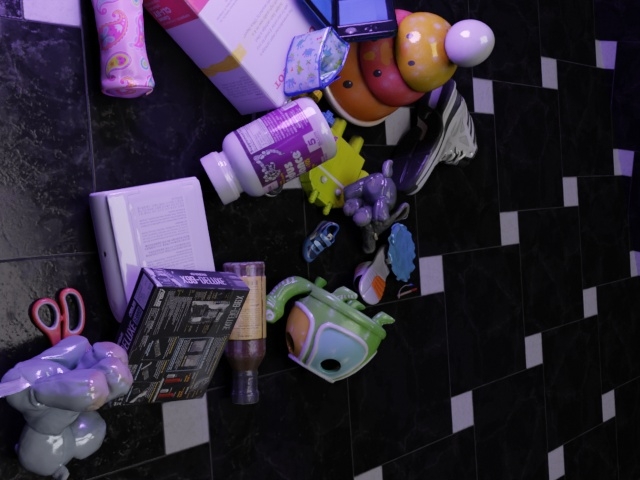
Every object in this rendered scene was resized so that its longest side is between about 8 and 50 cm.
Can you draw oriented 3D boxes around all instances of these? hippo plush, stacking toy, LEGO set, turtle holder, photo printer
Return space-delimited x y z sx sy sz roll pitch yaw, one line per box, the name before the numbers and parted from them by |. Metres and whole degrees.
hippo plush | -0.489 0.341 1.372 0.294 0.234 0.236 -19 116 -53
stacking toy | 0.252 -0.509 1.938 0.351 0.480 0.350 2 87 -44
LEGO set | -0.022 -0.342 1.899 0.227 0.093 0.087 39 60 -16
turtle holder | 0.011 0.227 1.862 0.320 0.243 0.227 38 81 -46
photo printer | -0.363 0.026 1.598 0.256 0.107 0.307 -17 101 -42

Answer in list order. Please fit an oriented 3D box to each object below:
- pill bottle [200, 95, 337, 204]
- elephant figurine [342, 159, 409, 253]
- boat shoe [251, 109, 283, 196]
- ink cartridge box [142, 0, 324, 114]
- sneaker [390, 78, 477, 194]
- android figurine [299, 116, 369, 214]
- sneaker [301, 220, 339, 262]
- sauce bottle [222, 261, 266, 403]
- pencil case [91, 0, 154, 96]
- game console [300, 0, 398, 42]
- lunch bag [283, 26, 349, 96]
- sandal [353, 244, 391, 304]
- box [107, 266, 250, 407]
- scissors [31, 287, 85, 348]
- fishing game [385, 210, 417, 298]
pill bottle | -0.126 -0.207 1.719 0.302 0.169 0.169 -29 112 -5
elephant figurine | 0.161 -0.086 2.039 0.239 0.186 0.169 39 38 -63
boat shoe | -0.120 -0.241 1.854 0.095 0.079 0.254 1 88 -43
ink cartridge box | -0.196 -0.533 1.731 0.384 0.160 0.279 47 60 -34
sneaker | 0.392 -0.276 2.279 0.257 0.169 0.447 44 58 -32
android figurine | 0.036 -0.203 2.021 0.248 0.056 0.272 41 60 -35
sneaker | 0.000 0.000 1.977 0.053 0.059 0.144 52 57 -32
sauce bottle | -0.187 0.223 1.758 0.111 0.111 0.344 2 87 -43
pencil case | -0.425 -0.451 1.542 0.124 0.124 0.284 -7 92 -43
game console | 0.060 -0.641 1.844 0.293 0.250 0.173 -90 172 -50
lunch bag | -0.017 -0.413 1.704 0.096 0.129 0.151 36 64 -39
sandal | 0.145 0.104 2.110 0.101 0.076 0.265 68 29 -20
box | -0.316 0.210 1.559 0.243 0.076 0.307 5 116 -45
scissors | -0.529 0.250 1.494 0.109 0.021 0.297 -11 96 -43
fishing game | 0.241 0.038 2.203 0.189 0.041 0.264 -13 96 -59
